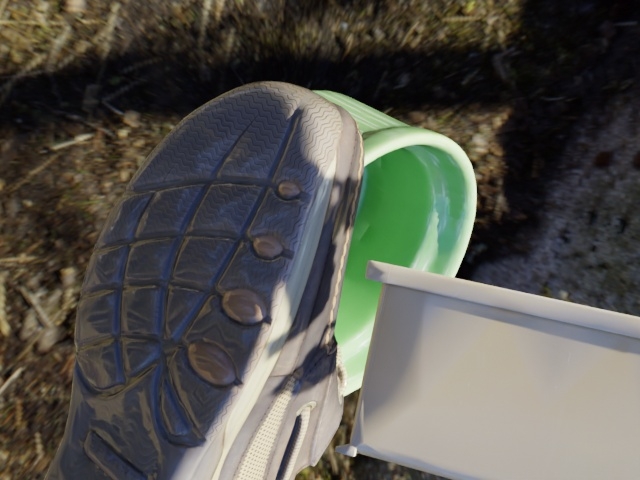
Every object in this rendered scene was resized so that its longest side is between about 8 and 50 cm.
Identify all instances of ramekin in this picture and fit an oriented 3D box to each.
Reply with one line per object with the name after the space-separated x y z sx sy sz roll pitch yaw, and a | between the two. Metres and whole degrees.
0.000 0.000 1.118 0.148 0.303 0.303 35 94 34 | ramekin

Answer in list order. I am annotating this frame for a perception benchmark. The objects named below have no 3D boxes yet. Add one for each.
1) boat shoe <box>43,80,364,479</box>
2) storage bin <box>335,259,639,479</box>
-0.059 0.077 0.634 0.132 0.130 0.355 36 113 31 | boat shoe
0.181 0.108 0.756 0.262 0.260 0.123 11 88 21 | storage bin
